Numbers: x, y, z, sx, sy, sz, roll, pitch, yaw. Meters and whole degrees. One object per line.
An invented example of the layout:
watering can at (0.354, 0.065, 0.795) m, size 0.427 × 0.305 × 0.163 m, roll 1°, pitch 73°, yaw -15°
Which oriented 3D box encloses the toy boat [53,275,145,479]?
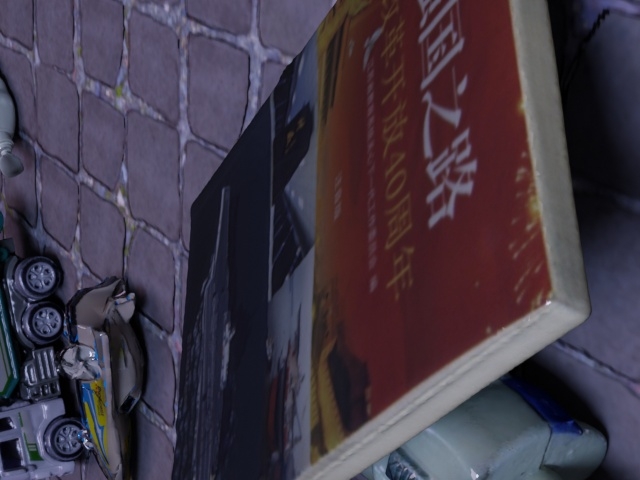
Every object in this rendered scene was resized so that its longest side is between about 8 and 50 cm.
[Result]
toy boat at (-0.172, 0.129, 0.928) m, size 0.084 × 0.066 × 0.210 m, roll -96°, pitch 3°, yaw -60°

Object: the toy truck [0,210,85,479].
toy truck at (-0.296, 0.096, 1.039) m, size 0.114 × 0.124 × 0.253 m, roll -7°, pitch 93°, yaw 57°

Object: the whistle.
whistle at (0.074, 0.103, 0.545) m, size 0.244 × 0.092 × 0.110 m, roll 40°, pitch 126°, yaw 44°

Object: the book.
book at (0.000, 0.000, 0.580) m, size 0.374 × 0.028 × 0.262 m, roll 132°, pitch 146°, yaw -50°

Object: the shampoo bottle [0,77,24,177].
shampoo bottle at (-0.306, -0.114, 1.048) m, size 0.152 × 0.045 × 0.077 m, roll 56°, pitch 140°, yaw 26°
